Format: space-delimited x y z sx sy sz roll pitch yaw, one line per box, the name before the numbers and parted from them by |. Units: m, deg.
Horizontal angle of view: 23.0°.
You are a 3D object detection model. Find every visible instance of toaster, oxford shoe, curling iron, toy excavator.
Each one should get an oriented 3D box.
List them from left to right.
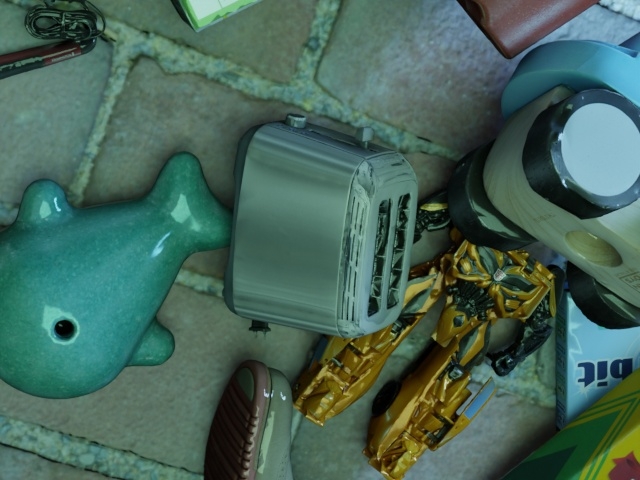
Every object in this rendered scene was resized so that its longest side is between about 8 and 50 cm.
curling iron | -0.329 -0.164 1.441 0.274 0.035 0.068 -22 103 -6
oxford shoe | -0.046 0.277 1.573 0.130 0.123 0.348 -1 114 -16
toaster | 0.000 0.000 1.474 0.146 0.129 0.227 13 103 27
toy excavator | 0.405 -0.117 1.495 0.433 0.222 0.445 34 71 -9

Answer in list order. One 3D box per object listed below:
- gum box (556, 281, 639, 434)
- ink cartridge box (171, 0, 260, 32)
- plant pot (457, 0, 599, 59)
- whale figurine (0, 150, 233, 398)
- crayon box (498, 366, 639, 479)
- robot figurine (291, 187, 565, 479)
gum box | 0.325 0.130 1.642 0.157 0.041 0.184 -5 104 -9
ink cartridge box | -0.041 -0.266 1.434 0.209 0.109 0.062 -28 108 -4
plant pot | 0.208 -0.320 1.404 0.265 0.272 0.272 -38 108 8
whale figurine | -0.201 0.035 1.461 0.272 0.141 0.216 -34 107 -2
crayon box | 0.351 0.236 1.609 0.318 0.081 0.202 -42 117 13
robot figurine | 0.115 0.091 1.566 0.211 0.085 0.291 38 94 -16
